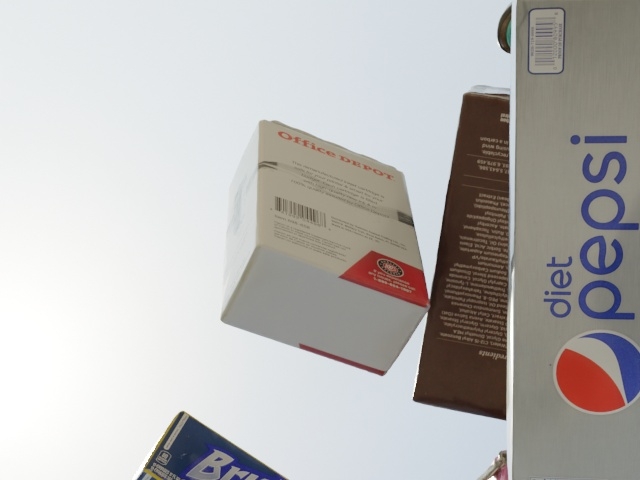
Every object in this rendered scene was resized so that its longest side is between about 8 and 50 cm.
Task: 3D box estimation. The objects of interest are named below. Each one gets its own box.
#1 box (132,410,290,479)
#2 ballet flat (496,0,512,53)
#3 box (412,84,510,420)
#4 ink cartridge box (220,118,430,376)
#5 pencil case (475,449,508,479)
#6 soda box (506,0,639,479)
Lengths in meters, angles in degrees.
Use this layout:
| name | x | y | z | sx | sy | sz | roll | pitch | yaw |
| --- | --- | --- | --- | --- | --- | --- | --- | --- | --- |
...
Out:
| name | x | y | z | sx | sy | sz | roll | pitch | yaw |
| --- | --- | --- | --- | --- | --- | --- | --- | --- | --- |
| box | -0.042 | 0.186 | 0.738 | 0.169 | 0.059 | 0.054 | 33 | -133 | -3 |
| ballet flat | 0.311 | -0.301 | 1.377 | 0.280 | 0.095 | 0.096 | -24 | -142 | -19 |
| box | 0.214 | 0.007 | 1.389 | 0.143 | 0.381 | 0.191 | 9 | -169 | 9 |
| ink cartridge box | 0.000 | 0.000 | 1.271 | 0.197 | 0.114 | 0.273 | 20 | -148 | -15 |
| pencil case | 0.221 | 0.384 | 1.241 | 0.167 | 0.160 | 0.386 | 17 | -151 | 12 |
| soda box | 0.147 | 0.006 | 0.605 | 0.091 | 0.286 | 0.098 | 0 | -161 | 9 |
